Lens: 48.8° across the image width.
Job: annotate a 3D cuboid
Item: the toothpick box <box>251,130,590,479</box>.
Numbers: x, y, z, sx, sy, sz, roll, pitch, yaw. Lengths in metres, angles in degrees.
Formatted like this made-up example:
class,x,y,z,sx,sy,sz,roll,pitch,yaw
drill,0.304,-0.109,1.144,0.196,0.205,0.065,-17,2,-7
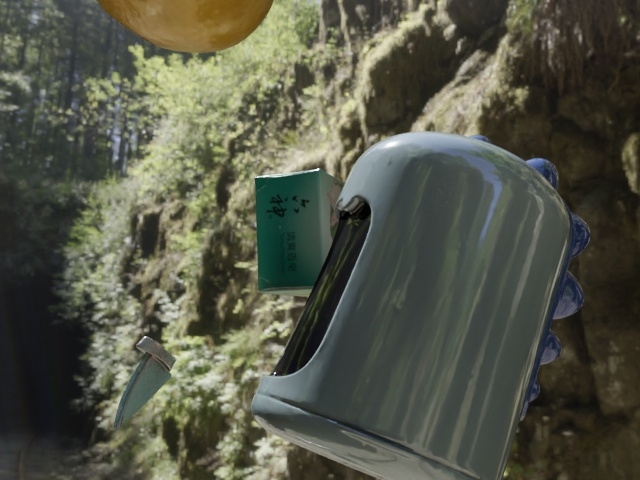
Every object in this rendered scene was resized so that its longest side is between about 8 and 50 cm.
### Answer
class,x,y,z,sx,sy,sz,roll,pitch,yaw
toothpick box,0.115,0.056,0.686,0.263,0.354,0.263,20,-15,6

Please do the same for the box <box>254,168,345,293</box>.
class,x,y,z,sx,sy,sz,roll,pitch,yaw
box,0.000,0.000,0.974,0.092,0.153,0.245,-6,-7,19

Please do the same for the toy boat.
class,x,y,z,sx,sy,sz,roll,pitch,yaw
toy boat,-0.239,0.198,0.935,0.034,0.122,0.096,12,-27,25

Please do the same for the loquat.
class,x,y,z,sx,sy,sz,roll,pitch,yaw
loquat,-0.132,-0.290,0.700,0.208,0.208,0.208,3,-13,1
